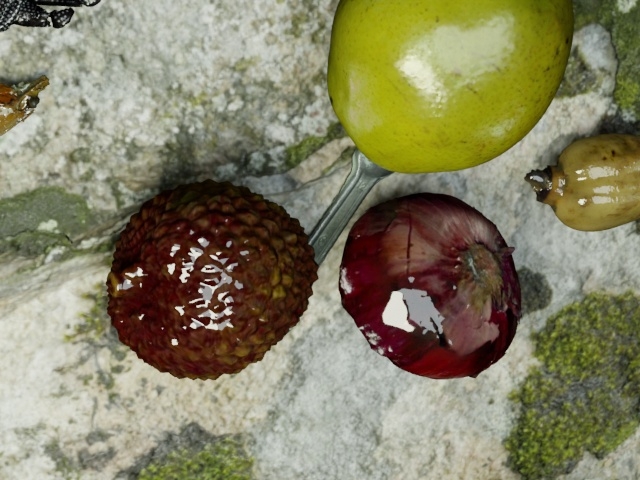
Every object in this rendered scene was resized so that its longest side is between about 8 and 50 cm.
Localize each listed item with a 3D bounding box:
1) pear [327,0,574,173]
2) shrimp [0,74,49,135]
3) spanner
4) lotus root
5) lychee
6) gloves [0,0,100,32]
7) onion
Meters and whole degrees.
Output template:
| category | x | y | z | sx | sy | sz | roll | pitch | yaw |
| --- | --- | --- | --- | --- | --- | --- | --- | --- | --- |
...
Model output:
| category | x | y | z | sx | sy | sz | roll | pitch | yaw |
| --- | --- | --- | --- | --- | --- | --- | --- | --- | --- |
| pear | 0.148 | -0.219 | 1.301 | 0.294 | 0.294 | 0.294 | -6 | 108 | -18 |
| shrimp | -0.387 | -0.142 | 1.266 | 0.184 | 0.043 | 0.091 | -19 | 108 | -12 |
| spanner | 0.000 | 0.000 | 1.460 | 0.071 | 0.017 | 0.302 | 30 | 95 | -25 |
| lotus root | 0.368 | -0.077 | 1.510 | 0.221 | 0.118 | 0.125 | -9 | 77 | -14 |
| lychee | -0.122 | 0.043 | 1.319 | 0.271 | 0.236 | 0.236 | -10 | 111 | -42 |
| gloves | -0.311 | -0.295 | 1.229 | 0.181 | 0.106 | 0.129 | -27 | 118 | -41 |
| onion | 0.128 | 0.064 | 1.430 | 0.252 | 0.252 | 0.219 | 19 | 144 | -29 |
